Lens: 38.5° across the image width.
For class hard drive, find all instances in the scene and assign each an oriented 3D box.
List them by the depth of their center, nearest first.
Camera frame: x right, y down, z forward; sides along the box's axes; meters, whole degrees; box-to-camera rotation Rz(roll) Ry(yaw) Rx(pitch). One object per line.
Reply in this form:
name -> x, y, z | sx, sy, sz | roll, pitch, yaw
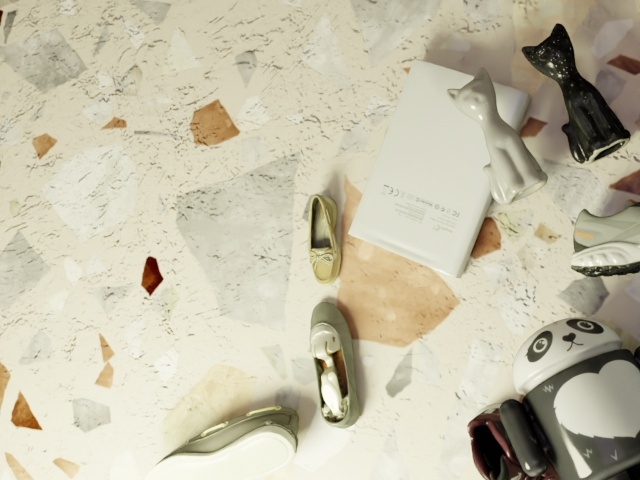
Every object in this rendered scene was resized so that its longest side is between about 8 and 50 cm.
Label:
hard drive -> 0.188, -0.118, 1.480 | 0.203, 0.040, 0.308 | 23, 94, 25

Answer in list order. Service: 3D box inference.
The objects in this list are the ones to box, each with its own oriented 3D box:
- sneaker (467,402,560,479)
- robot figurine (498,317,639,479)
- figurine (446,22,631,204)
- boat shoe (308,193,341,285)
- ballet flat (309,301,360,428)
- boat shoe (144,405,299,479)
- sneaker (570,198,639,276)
sneaker -> 0.300, 0.361, 1.309 | 0.106, 0.162, 0.281 | -48, 67, 14
robot figurine -> 0.381, 0.240, 1.267 | 0.173, 0.209, 0.278 | -45, 58, 38
figurine -> 0.317, -0.191, 1.375 | 0.214, 0.092, 0.210 | -27, 78, 10
boat shoe -> 0.002, -0.001, 1.552 | 0.056, 0.048, 0.153 | 0, 84, 26
ballet flat -> 0.019, 0.203, 1.512 | 0.072, 0.068, 0.213 | -17, 78, 23
boat shoe -> -0.166, 0.368, 1.572 | 0.305, 0.091, 0.109 | -25, 112, 23
sneaker -> 0.489, -0.012, 1.296 | 0.271, 0.100, 0.108 | -5, 77, 25
